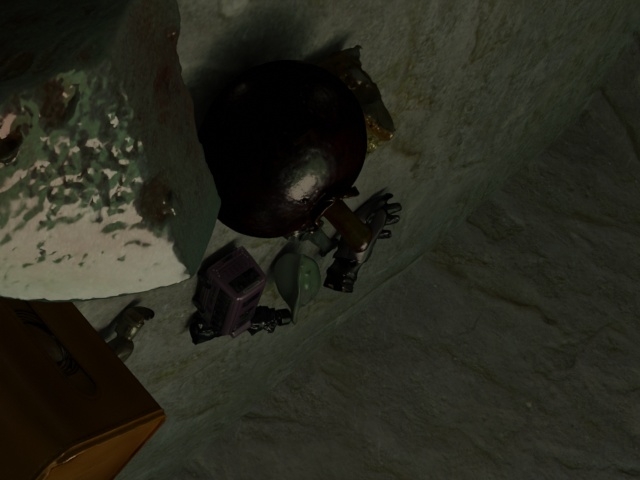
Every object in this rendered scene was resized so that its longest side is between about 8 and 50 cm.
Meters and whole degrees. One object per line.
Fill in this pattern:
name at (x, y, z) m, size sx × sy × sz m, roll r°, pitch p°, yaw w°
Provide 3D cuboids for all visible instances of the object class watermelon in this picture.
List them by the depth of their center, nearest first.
watermelon at (-0.201, -0.100, 0.604) m, size 0.258 × 0.228 × 0.387 m, roll -57°, pitch 154°, yaw 17°

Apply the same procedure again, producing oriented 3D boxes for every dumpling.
dumpling at (-0.043, 0.100, 1.785) m, size 0.105 × 0.149 × 0.216 m, roll -23°, pitch 163°, yaw -11°

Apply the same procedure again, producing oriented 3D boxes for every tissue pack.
tissue pack at (-0.324, 0.140, 0.815) m, size 0.145 × 0.274 × 0.194 m, roll -49°, pitch 166°, yaw 17°

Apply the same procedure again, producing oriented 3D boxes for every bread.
bread at (0.025, -0.177, 1.145) m, size 0.127 × 0.152 × 0.147 m, roll -34°, pitch 173°, yaw -31°

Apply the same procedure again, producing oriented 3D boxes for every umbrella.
umbrella at (-0.168, 0.167, 1.691) m, size 0.224 × 0.071 × 0.080 m, roll -4°, pitch 151°, yaw -27°

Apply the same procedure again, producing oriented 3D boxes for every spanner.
spanner at (0.000, 0.000, 1.889) m, size 0.071 × 0.017 × 0.302 m, roll -43°, pitch 167°, yaw 0°

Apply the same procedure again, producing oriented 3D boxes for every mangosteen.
mangosteen at (-0.029, -0.088, 0.993) m, size 0.235 × 0.261 × 0.235 m, roll -40°, pitch 169°, yaw -10°

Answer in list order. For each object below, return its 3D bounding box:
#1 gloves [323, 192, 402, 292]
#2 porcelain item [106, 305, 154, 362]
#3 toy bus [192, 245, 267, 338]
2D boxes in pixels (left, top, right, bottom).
gloves at (0.102, 0.003, 1.963) m, size 0.285 × 0.119 × 0.142 m, roll -54°, pitch -170°, yaw -9°
porcelain item at (-0.353, 0.199, 1.325) m, size 0.213 × 0.054 × 0.084 m, roll -58°, pitch -179°, yaw -1°
toy bus at (-0.169, 0.101, 1.506) m, size 0.096 × 0.108 × 0.199 m, roll -36°, pitch 165°, yaw -29°
